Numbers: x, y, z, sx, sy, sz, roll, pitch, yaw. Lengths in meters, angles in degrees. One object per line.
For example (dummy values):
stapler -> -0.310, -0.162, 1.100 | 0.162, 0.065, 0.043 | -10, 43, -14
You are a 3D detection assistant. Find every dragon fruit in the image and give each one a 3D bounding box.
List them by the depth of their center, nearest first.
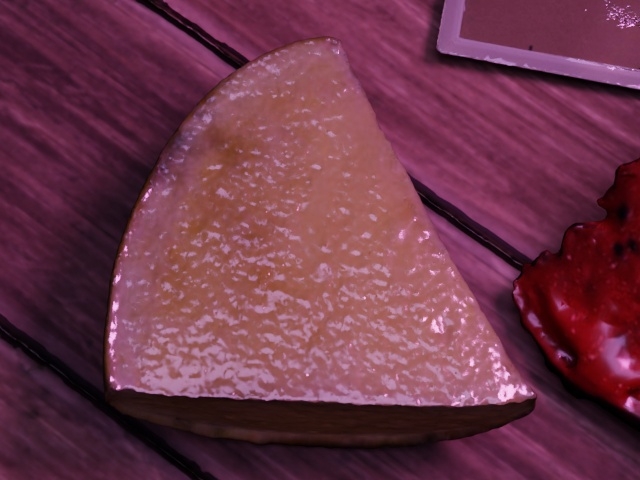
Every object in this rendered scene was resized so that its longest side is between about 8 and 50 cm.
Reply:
dragon fruit -> 0.315, 0.022, 1.037 | 0.343, 0.100, 0.282 | -44, 72, 26

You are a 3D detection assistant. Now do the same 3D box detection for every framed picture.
framed picture -> 0.233, -0.207, 1.199 | 0.273, 0.016, 0.216 | 11, 72, 2

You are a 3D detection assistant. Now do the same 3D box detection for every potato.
potato -> 0.000, 0.000, 1.081 | 0.269, 0.112, 0.255 | 3, 69, -4
